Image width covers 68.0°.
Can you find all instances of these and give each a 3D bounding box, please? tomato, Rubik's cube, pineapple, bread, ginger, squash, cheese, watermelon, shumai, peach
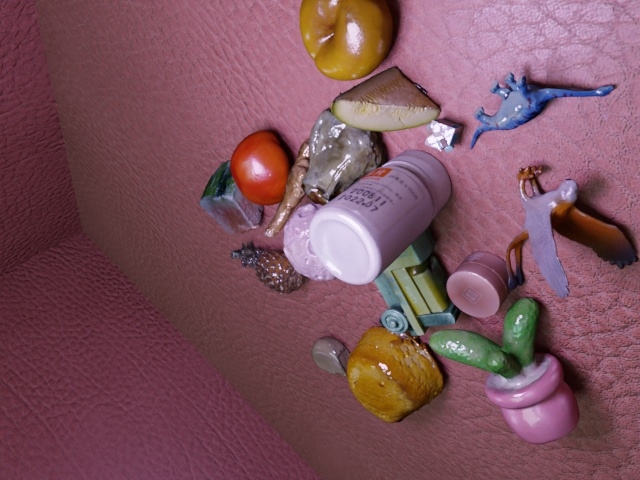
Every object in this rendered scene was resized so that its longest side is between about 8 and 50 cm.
[{"bbox_3d":[-0.198,-0.232,1.568,0.260,0.180,0.260,56,164,25],"label":"tomato"},{"bbox_3d":[0.292,-0.250,1.144,0.084,0.075,0.073,38,127,41],"label":"Rubik's cube"},{"bbox_3d":[-0.215,0.094,1.913,0.361,0.175,0.175,26,137,45],"label":"pineapple"},{"bbox_3d":[0.254,0.482,1.690,0.337,0.204,0.358,36,139,13],"label":"bread"},{"bbox_3d":[-0.082,-0.157,1.471,0.334,0.081,0.148,-65,23,16],"label":"ginger"},{"bbox_3d":[0.145,-0.292,1.118,0.169,0.252,0.093,45,144,10],"label":"squash"},{"bbox_3d":[0.040,0.488,2.012,0.202,0.091,0.175,-11,112,52],"label":"cheese"},{"bbox_3d":[-0.343,-0.147,1.840,0.264,0.151,0.302,-7,114,48],"label":"watermelon"},{"bbox_3d":[0.040,-0.228,1.317,0.225,0.222,0.261,9,121,46],"label":"shumai"},{"bbox_3d":[0.055,-0.505,1.130,0.251,0.153,0.251,22,127,33],"label":"peach"}]

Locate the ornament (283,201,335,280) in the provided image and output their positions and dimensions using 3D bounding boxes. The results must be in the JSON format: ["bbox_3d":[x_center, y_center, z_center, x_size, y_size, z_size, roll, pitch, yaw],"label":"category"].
[{"bbox_3d":[0.000,0.000,1.512,0.225,0.259,0.259,-1,119,36],"label":"ornament"}]

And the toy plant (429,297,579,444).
[{"bbox_3d":[0.511,0.365,1.289,0.317,0.210,0.356,-31,97,29],"label":"toy plant"}]

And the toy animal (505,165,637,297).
[{"bbox_3d":[0.511,-0.029,1.098,0.302,0.225,0.284,70,162,-3],"label":"toy animal"}]

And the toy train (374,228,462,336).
[{"bbox_3d":[0.260,0.117,1.424,0.253,0.160,0.397,-17,109,42],"label":"toy train"}]

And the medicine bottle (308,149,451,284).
[{"bbox_3d":[0.159,-0.070,1.190,0.211,0.371,0.211,26,136,28],"label":"medicine bottle"}]

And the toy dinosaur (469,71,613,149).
[{"bbox_3d":[0.407,-0.286,0.991,0.144,0.076,0.329,31,151,-27],"label":"toy dinosaur"}]

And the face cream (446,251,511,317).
[{"bbox_3d":[0.430,0.118,1.279,0.149,0.104,0.149,27,137,29],"label":"face cream"}]
